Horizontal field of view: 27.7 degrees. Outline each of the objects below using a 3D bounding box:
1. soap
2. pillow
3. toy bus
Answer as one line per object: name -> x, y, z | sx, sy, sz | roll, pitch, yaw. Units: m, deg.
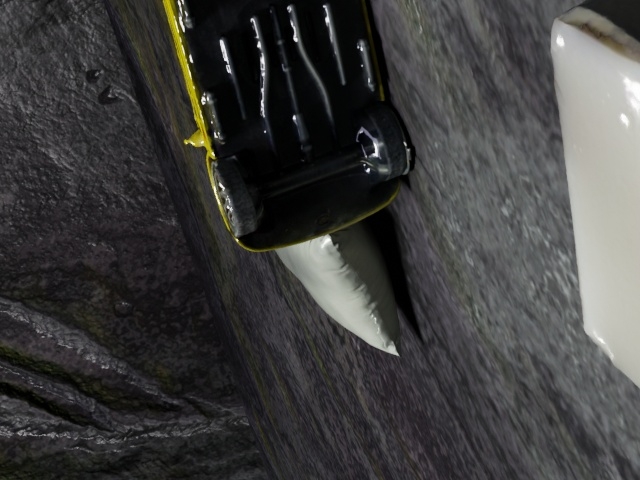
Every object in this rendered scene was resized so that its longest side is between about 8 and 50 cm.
soap -> 0.151, -0.007, 0.517 | 0.121, 0.063, 0.183 | -128, 20, -51
pillow -> 0.001, 0.001, 1.180 | 0.144, 0.078, 0.254 | 64, 172, -29
toy bus -> -0.047, -0.163, 0.937 | 0.152, 0.144, 0.330 | -131, 24, -58
